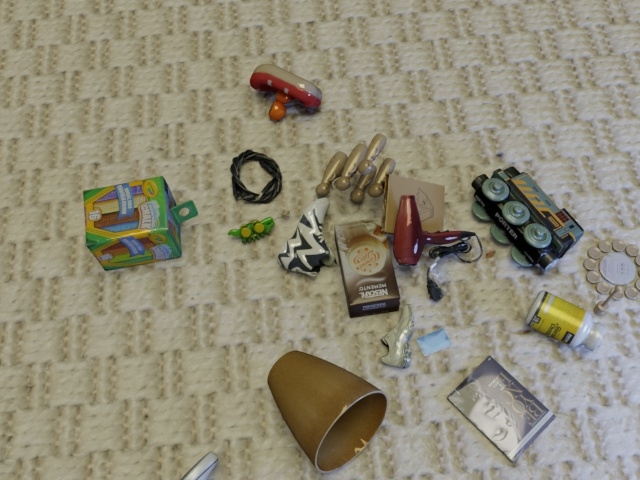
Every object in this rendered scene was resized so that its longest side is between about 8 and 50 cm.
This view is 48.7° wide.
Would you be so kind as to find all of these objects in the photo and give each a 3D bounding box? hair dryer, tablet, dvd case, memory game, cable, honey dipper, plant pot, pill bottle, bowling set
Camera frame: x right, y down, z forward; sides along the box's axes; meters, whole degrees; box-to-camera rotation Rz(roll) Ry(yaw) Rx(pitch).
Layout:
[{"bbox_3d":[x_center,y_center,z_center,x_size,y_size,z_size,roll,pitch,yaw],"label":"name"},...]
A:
[{"bbox_3d":[0.292,-0.004,1.919,0.223,0.080,0.293,-46,112,-19],"label":"hair dryer"},{"bbox_3d":[0.301,0.269,1.874,0.083,0.006,0.054,-21,65,-7],"label":"tablet"},{"bbox_3d":[0.454,0.421,1.785,0.164,0.018,0.221,-40,68,-17],"label":"dvd case"},{"bbox_3d":[0.817,0.080,1.946,0.186,0.012,0.186,-1,64,2],"label":"memory game"},{"bbox_3d":[-0.191,-0.197,2.107,0.151,0.047,0.184,-7,63,-1],"label":"cable"},{"bbox_3d":[0.744,0.151,1.829,0.031,0.160,0.030,-1,62,2],"label":"honey dipper"},{"bbox_3d":[-0.007,0.390,1.724,0.237,0.237,0.254,-42,53,-17],"label":"plant pot"},{"bbox_3d":[0.635,0.212,1.835,0.184,0.103,0.103,27,67,15],"label":"pill bottle"},{"bbox_3d":[0.137,-0.167,2.010,0.200,0.287,0.154,35,69,-17],"label":"bowling set"}]

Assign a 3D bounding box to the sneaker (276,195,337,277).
[{"bbox_3d":[0.000,0.000,1.974,0.153,0.094,0.235,29,68,14],"label":"sneaker"}]

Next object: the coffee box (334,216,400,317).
[{"bbox_3d":[0.126,0.073,1.928,0.141,0.098,0.246,-9,63,-3],"label":"coffee box"}]

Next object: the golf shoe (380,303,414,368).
[{"bbox_3d":[0.201,0.246,1.859,0.086,0.069,0.176,5,62,11],"label":"golf shoe"}]

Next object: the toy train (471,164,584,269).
[{"bbox_3d":[0.570,-0.070,1.972,0.190,0.142,0.334,-24,62,-23],"label":"toy train"}]

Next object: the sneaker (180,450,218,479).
[{"bbox_3d":[-0.318,0.626,1.683,0.091,0.094,0.258,39,74,0],"label":"sneaker"}]

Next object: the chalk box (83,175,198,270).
[{"bbox_3d":[-0.488,-0.050,1.970,0.289,0.180,0.179,-10,63,-2],"label":"chalk box"}]

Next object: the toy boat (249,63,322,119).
[{"bbox_3d":[-0.119,-0.446,2.196,0.231,0.151,0.151,28,97,15],"label":"toy boat"}]

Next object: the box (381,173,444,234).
[{"bbox_3d":[0.260,-0.089,1.965,0.201,0.021,0.164,9,81,-29],"label":"box"}]

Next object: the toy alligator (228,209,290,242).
[{"bbox_3d":[-0.169,-0.032,2.023,0.190,0.056,0.051,-19,106,-9],"label":"toy alligator"}]
